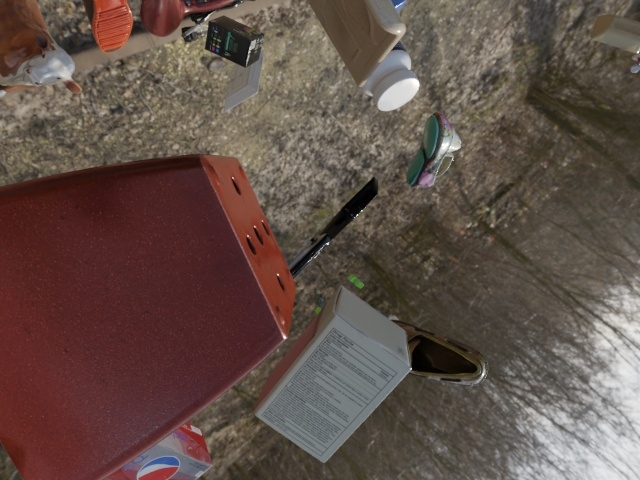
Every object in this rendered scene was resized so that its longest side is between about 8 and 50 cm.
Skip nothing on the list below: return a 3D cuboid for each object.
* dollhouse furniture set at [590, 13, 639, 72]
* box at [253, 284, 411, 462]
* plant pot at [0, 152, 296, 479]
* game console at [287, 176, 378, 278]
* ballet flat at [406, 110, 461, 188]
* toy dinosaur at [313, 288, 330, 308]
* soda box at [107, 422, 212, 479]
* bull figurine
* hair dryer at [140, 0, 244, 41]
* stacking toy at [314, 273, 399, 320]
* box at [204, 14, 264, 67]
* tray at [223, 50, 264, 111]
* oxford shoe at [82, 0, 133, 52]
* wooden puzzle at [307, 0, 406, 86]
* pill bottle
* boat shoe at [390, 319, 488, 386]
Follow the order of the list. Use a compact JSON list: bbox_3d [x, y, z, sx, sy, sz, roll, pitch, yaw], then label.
[{"bbox_3d":[0.416,-0.277,0.572,0.081,0.114,0.091,30,79,-87],"label":"dollhouse furniture set"},{"bbox_3d":[0.020,0.219,0.718,0.232,0.148,0.127,-53,-177,16],"label":"box"},{"bbox_3d":[-0.170,0.039,0.450,0.236,0.267,0.267,-23,-171,4],"label":"plant pot"},{"bbox_3d":[0.000,0.000,1.020,0.361,0.044,0.213,-45,179,-21],"label":"game console"},{"bbox_3d":[0.237,-0.181,0.871,0.079,0.077,0.221,-3,153,-5],"label":"ballet flat"},{"bbox_3d":[0.073,0.246,1.416,0.064,0.268,0.118,-55,-171,4],"label":"toy dinosaur"},{"bbox_3d":[-0.294,0.317,0.674,0.092,0.083,0.263,-39,131,-3],"label":"soda box"},{"bbox_3d":[-0.543,-0.335,0.745,0.188,0.310,0.101,-27,152,-10],"label":"bull figurine"},{"bbox_3d":[-0.277,-0.509,0.905,0.223,0.080,0.293,-23,-165,21],"label":"hair dryer"},{"bbox_3d":[0.107,0.228,1.244,0.167,0.221,0.052,-47,162,9],"label":"stacking toy"},{"bbox_3d":[-0.154,-0.357,0.767,0.062,0.083,0.052,-63,177,-51],"label":"box"},{"bbox_3d":[-0.271,-0.567,1.489,0.145,0.270,0.030,-21,137,25],"label":"tray"},{"bbox_3d":[-0.509,-0.564,0.994,0.097,0.098,0.271,-34,170,-32],"label":"oxford shoe"},{"bbox_3d":[0.024,-0.426,0.663,0.080,0.322,0.348,-32,-171,4],"label":"wooden puzzle"},{"bbox_3d":[0.155,-0.499,1.176,0.153,0.264,0.153,-23,162,-8],"label":"pill bottle"},{"bbox_3d":[0.196,0.229,0.915,0.104,0.307,0.110,33,65,-61],"label":"boat shoe"}]
